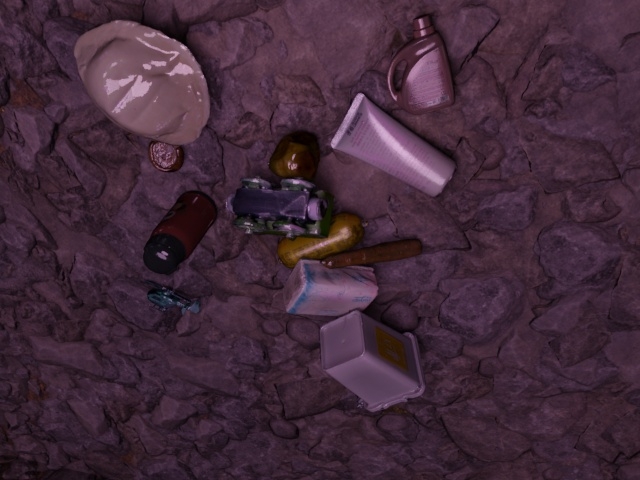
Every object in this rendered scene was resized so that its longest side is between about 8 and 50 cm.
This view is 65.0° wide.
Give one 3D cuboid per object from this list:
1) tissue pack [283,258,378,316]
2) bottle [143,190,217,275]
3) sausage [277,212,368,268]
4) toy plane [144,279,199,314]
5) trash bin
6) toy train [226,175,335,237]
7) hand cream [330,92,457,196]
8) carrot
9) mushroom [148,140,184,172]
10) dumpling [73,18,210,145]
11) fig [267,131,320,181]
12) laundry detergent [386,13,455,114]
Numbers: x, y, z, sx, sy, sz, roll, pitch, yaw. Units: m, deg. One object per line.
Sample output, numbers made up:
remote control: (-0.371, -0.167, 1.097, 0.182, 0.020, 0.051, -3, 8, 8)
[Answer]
tissue pack: (0.030, 0.165, 1.671, 0.271, 0.124, 0.201, 7, 145, -22)
bottle: (-0.441, -0.022, 1.579, 0.144, 0.336, 0.144, 4, 123, 7)
sausage: (0.000, 0.000, 1.637, 0.347, 0.123, 0.123, -22, 116, 22)
toy plane: (-0.578, 0.230, 1.940, 0.235, 0.060, 0.096, 23, 110, 0)
trash bin: (0.158, 0.421, 1.754, 0.296, 0.255, 0.368, -28, 134, 27)
toy train: (-0.108, -0.087, 1.498, 0.307, 0.249, 0.173, 5, 83, 23)
hand cream: (0.219, -0.258, 1.451, 0.359, 0.118, 0.185, 31, 127, -1)
carrot: (0.162, 0.046, 1.614, 0.342, 0.070, 0.070, -9, 123, -9)
mushroom: (-0.487, -0.276, 1.595, 0.123, 0.052, 0.123, 3, 114, 6)
dumpling: (-0.467, -0.427, 1.392, 0.316, 0.233, 0.395, -18, 128, 28)
fig: (-0.077, -0.238, 1.490, 0.166, 0.144, 0.154, -21, 94, 37)
laundry detergent: (0.253, -0.454, 1.325, 0.171, 0.076, 0.237, -13, 119, 19)
